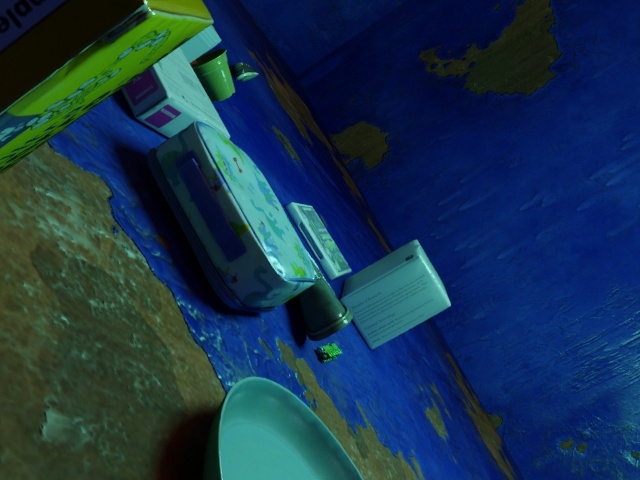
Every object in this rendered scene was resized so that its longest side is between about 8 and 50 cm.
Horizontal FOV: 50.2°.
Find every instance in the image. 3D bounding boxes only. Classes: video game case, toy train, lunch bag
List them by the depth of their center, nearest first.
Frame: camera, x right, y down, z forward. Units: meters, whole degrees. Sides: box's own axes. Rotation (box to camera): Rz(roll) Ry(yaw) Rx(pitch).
[{"bbox_3d":[-0.101,-0.024,0.792,0.219,0.090,0.176,59,9,10],"label":"lunch bag"},{"bbox_3d":[0.012,0.161,0.992,0.023,0.017,0.083,50,7,14],"label":"toy train"},{"bbox_3d":[0.000,0.000,1.431,0.173,0.022,0.190,59,9,5],"label":"video game case"}]

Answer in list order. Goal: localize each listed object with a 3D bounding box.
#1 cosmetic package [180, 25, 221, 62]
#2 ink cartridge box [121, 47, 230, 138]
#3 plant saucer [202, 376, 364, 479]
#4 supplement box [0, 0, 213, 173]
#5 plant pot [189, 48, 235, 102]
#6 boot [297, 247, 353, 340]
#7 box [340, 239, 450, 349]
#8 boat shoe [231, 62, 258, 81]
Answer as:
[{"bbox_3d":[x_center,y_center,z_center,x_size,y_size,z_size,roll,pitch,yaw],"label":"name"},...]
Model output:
[{"bbox_3d":[-0.277,-0.421,1.151,0.238,0.107,0.127,57,6,16],"label":"cosmetic package"},{"bbox_3d":[-0.248,-0.274,0.943,0.311,0.065,0.186,63,10,15],"label":"ink cartridge box"},{"bbox_3d":[0.000,0.258,0.542,0.317,0.044,0.317,56,9,-13],"label":"plant saucer"},{"bbox_3d":[-0.247,-0.216,0.359,0.356,0.194,0.195,56,10,-14],"label":"supplement box"},{"bbox_3d":[-0.198,-0.304,1.277,0.083,0.083,0.079,-104,172,-62],"label":"plant pot"},{"bbox_3d":[-0.043,0.028,0.969,0.208,0.076,0.189,62,-6,-15],"label":"boot"},{"bbox_3d":[0.148,0.103,1.370,0.119,0.182,0.181,59,10,-5],"label":"box"},{"bbox_3d":[-0.195,-0.437,1.768,0.042,0.049,0.133,65,13,-5],"label":"boat shoe"}]
